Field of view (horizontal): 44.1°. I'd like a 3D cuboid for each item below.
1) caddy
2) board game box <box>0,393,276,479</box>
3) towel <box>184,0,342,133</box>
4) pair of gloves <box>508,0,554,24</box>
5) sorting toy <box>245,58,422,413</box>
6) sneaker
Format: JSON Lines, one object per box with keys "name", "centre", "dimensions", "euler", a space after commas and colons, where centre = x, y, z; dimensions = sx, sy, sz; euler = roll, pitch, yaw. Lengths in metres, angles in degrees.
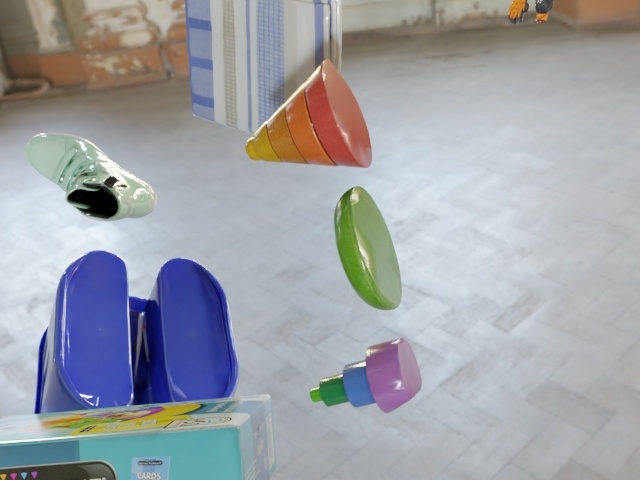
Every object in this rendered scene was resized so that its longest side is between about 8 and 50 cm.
{"name": "caddy", "centre": [-0.239, 0.170, 1.023], "dimensions": [0.241, 0.179, 0.341], "euler": [6, 39, -20]}
{"name": "board game box", "centre": [-0.216, 0.191, 0.673], "dimensions": [0.336, 0.079, 0.254], "euler": [-4, -7, 1]}
{"name": "towel", "centre": [-0.082, -0.245, 1.068], "dimensions": [0.285, 0.209, 0.034], "euler": [19, 29, 39]}
{"name": "pair of gloves", "centre": [0.389, -0.433, 1.457], "dimensions": [0.083, 0.010, 0.074], "euler": [7, 70, 36]}
{"name": "sorting toy", "centre": [0.000, 0.000, 0.805], "dimensions": [0.126, 0.127, 0.365], "euler": [-18, 71, 19]}
{"name": "sneaker", "centre": [-0.416, -0.113, 1.341], "dimensions": [0.256, 0.094, 0.151], "euler": [26, 12, 8]}
